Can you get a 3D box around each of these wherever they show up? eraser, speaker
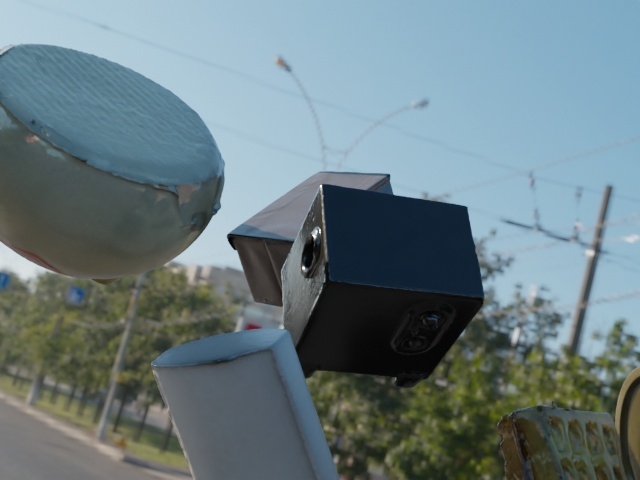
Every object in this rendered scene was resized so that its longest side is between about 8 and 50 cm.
[{"bbox_3d":[-0.076,0.245,1.329,0.174,0.270,0.095,-12,13,29],"label":"eraser"},{"bbox_3d":[0.073,0.074,1.625,0.232,0.184,0.254,8,-38,-15],"label":"speaker"}]

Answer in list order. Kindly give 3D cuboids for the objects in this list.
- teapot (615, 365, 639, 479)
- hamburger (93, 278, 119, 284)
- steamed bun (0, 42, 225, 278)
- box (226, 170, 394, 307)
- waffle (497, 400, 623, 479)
[{"bbox_3d":[0.420,0.215,1.185,0.175,0.185,0.267,-1,-19,-12],"label":"teapot"},{"bbox_3d":[-0.402,0.017,2.085,0.141,0.081,0.126,25,29,-54],"label":"hamburger"},{"bbox_3d":[-0.321,-0.090,1.520,0.374,0.241,0.374,25,26,-13],"label":"steamed bun"},{"bbox_3d":[0.000,0.000,2.002,0.188,0.252,0.153,5,-59,42],"label":"box"},{"bbox_3d":[0.352,0.387,1.518,0.098,0.327,0.224,-28,-27,34],"label":"waffle"}]
